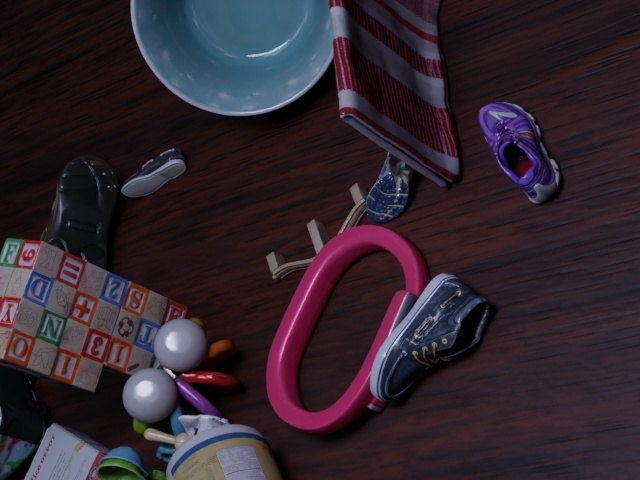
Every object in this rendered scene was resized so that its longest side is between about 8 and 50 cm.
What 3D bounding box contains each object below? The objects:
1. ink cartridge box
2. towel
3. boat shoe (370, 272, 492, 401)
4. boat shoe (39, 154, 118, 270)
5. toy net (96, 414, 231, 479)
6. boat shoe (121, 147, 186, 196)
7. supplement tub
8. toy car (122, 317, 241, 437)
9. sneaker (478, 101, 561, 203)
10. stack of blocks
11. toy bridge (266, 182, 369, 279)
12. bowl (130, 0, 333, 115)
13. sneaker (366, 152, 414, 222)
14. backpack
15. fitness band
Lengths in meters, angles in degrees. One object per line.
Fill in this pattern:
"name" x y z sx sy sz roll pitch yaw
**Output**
"ink cartridge box" -0.356 0.364 2.030 0.175 0.072 0.127 20 84 47
"towel" 0.094 -0.252 1.796 0.037 0.237 0.329 -26 53 32
"boat shoe" 0.134 0.132 1.686 0.083 0.065 0.183 34 94 49
"boat shoe" -0.408 0.024 2.240 0.120 0.122 0.324 145 142 -68
"toy net" -0.198 0.300 1.865 0.232 0.122 0.045 -25 36 38
"boat shoe" -0.272 -0.111 2.214 0.125 0.046 0.038 -29 52 27
"supplement tub" -0.104 0.351 1.743 0.144 0.144 0.200 -45 45 18
"toy car" -0.186 0.205 1.914 0.136 0.159 0.182 29 77 8
"sneaker" 0.243 -0.122 1.710 0.068 0.071 0.170 -45 45 17
"stack of blocks" -0.343 0.128 1.974 0.087 0.297 0.171 4 73 42
"toy bridge" 0.000 0.000 1.911 0.188 0.026 0.063 -39 48 23
"bowl" -0.113 -0.352 2.041 0.311 0.311 0.163 -47 6 15
"sneaker" 0.103 -0.087 1.846 0.058 0.052 0.135 -70 4 -70
"backpack" -0.588 0.316 2.205 0.253 0.191 0.225 -53 44 17
"fitness band" 0.035 0.118 1.803 0.209 0.054 0.291 22 84 50
